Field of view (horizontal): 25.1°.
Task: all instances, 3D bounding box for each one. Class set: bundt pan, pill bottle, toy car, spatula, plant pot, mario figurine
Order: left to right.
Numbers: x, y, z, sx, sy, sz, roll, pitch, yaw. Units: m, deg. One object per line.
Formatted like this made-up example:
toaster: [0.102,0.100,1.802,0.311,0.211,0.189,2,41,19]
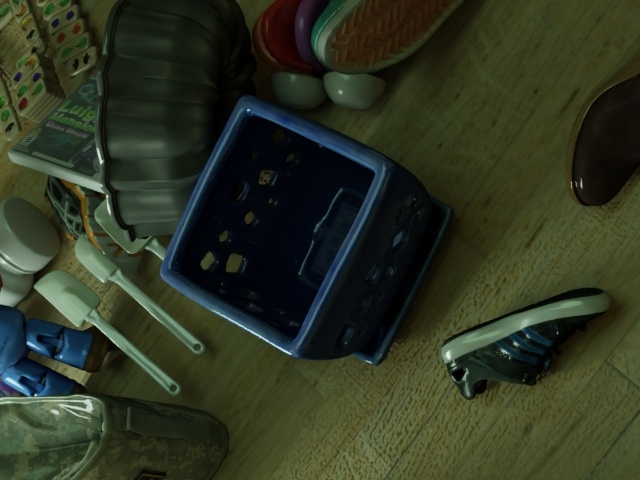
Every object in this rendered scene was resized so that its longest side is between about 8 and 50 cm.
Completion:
pill bottle: [-0.470,0.049,1.979,0.229,0.131,0.131,-40,60,20]
mario figurine: [-0.439,0.109,1.877,0.170,0.320,0.198,-51,16,53]
spatula: [-0.224,0.068,1.811,0.242,0.019,0.168,39,83,16]
bundt pan: [-0.157,-0.157,1.717,0.124,0.331,0.331,5,81,11]
toy car: [-0.001,-0.245,1.726,0.182,0.136,0.159,4,80,35]
plant pot: [0.000,0.000,1.620,0.236,0.212,0.236,28,94,36]

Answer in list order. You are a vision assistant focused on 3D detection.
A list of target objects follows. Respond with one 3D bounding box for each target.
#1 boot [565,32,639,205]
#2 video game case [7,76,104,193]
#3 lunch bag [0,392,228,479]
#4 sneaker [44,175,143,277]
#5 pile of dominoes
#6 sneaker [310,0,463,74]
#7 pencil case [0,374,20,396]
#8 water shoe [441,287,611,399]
boot: [0.363,-0.108,1.437,0.207,0.090,0.248,45,116,46]
video game case: [-0.296,-0.144,1.916,0.190,0.022,0.173,18,53,36]
lunch bag: [-0.282,0.267,1.732,0.287,0.235,0.169,-19,68,29]
sneaker: [-0.304,-0.025,1.924,0.083,0.084,0.215,-56,52,32]
pile of dominoes: [-0.422,-0.280,2.062,0.196,0.040,0.251,-42,52,19]
sneaker: [0.085,-0.297,1.648,0.302,0.108,0.121,-40,44,-23]
pencil case: [-0.452,0.241,1.946,0.086,0.088,0.206,-12,73,44]
water shoe: [0.228,0.111,1.537,0.203,0.073,0.080,-23,88,32]
